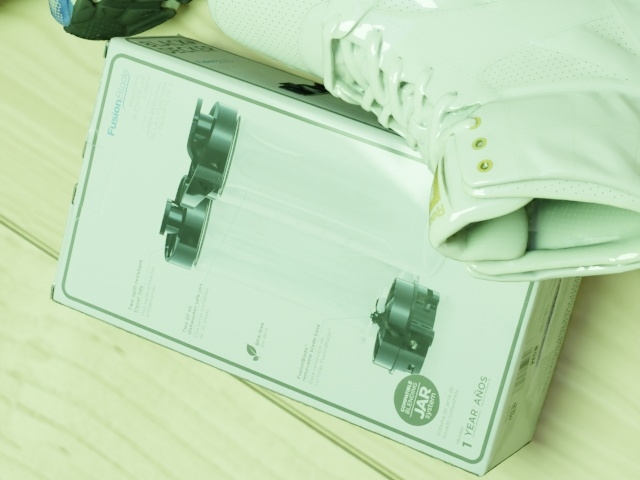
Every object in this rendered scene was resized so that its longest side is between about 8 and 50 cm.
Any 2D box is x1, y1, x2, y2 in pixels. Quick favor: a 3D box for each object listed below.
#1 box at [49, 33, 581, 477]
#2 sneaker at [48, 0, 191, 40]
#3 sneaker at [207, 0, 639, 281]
[{"bbox_3d":[0.000,0.000,1.123,0.290,0.087,0.169,19,106,21],"label":"box"},{"bbox_3d":[-0.126,-0.285,1.210,0.147,0.130,0.330,5,85,36],"label":"sneaker"},{"bbox_3d":[0.058,-0.074,0.993,0.293,0.108,0.169,12,53,14],"label":"sneaker"}]
